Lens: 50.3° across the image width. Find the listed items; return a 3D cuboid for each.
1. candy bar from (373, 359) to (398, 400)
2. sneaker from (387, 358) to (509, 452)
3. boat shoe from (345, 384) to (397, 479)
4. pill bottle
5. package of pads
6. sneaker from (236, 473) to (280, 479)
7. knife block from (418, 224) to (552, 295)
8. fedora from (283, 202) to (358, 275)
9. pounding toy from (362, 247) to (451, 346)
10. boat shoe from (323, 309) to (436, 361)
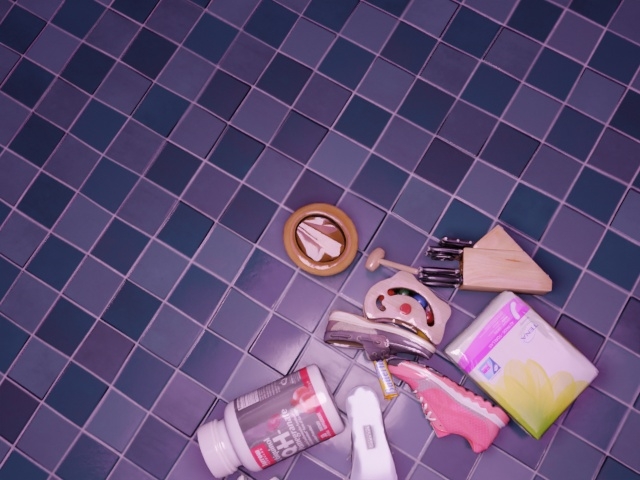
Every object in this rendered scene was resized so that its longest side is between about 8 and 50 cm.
[{"bbox_3d":[0.153,0.316,1.690,0.040,0.018,0.161,-18,76,0],"label":"candy bar"},{"bbox_3d":[0.284,0.391,1.617,0.314,0.116,0.136,29,83,9],"label":"sneaker"},{"bbox_3d":[0.115,0.500,1.609,0.113,0.105,0.306,-14,71,4],"label":"boat shoe"},{"bbox_3d":[-0.118,0.431,1.601,0.319,0.176,0.176,-25,77,-2],"label":"pill bottle"},{"bbox_3d":[0.480,0.290,1.635,0.229,0.101,0.296,-45,80,-5],"label":"package of pads"},{"bbox_3d":[-0.083,0.641,1.576,0.305,0.114,0.152,17,71,12],"label":"sneaker"},{"bbox_3d":[0.392,0.091,1.690,0.242,0.088,0.275,-41,79,-5],"label":"knife block"},{"bbox_3d":[0.000,0.000,1.738,0.195,0.079,0.194,0,81,-2],"label":"fedora"},{"bbox_3d":[0.192,0.152,1.653,0.270,0.155,0.154,40,78,11],"label":"pounding toy"},{"bbox_3d":[0.136,0.246,1.631,0.285,0.103,0.092,14,71,28],"label":"boat shoe"}]
